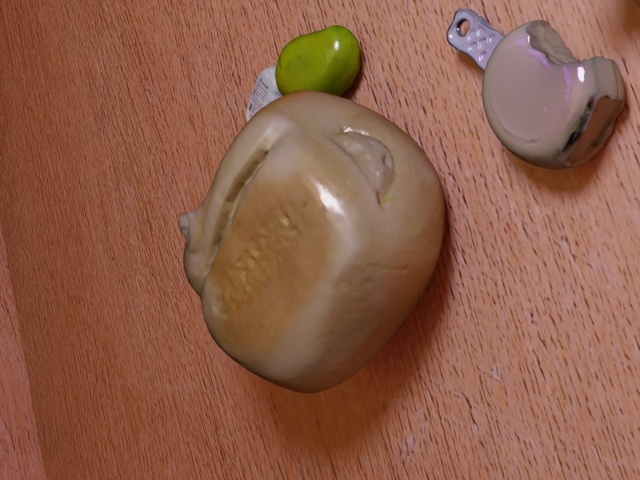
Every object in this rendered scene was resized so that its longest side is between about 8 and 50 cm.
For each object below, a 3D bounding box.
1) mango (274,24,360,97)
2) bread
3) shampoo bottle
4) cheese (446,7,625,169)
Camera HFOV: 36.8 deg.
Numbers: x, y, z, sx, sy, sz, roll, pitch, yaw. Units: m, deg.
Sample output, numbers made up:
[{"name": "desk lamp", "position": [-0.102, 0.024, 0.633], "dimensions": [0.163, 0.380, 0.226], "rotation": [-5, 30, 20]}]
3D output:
[{"name": "mango", "position": [-0.005, -0.265, 1.498], "dimensions": [0.163, 0.089, 0.117], "rotation": [-7, 86, 51]}, {"name": "bread", "position": [0.000, 0.000, 1.372], "dimensions": [0.348, 0.253, 0.376], "rotation": [51, 130, 31]}, {"name": "shampoo bottle", "position": [-0.080, -0.261, 1.627], "dimensions": [0.077, 0.045, 0.152], "rotation": [50, 130, 40]}, {"name": "cheese", "position": [0.247, -0.208, 1.190], "dimensions": [0.286, 0.082, 0.163], "rotation": [53, 129, 37]}]
